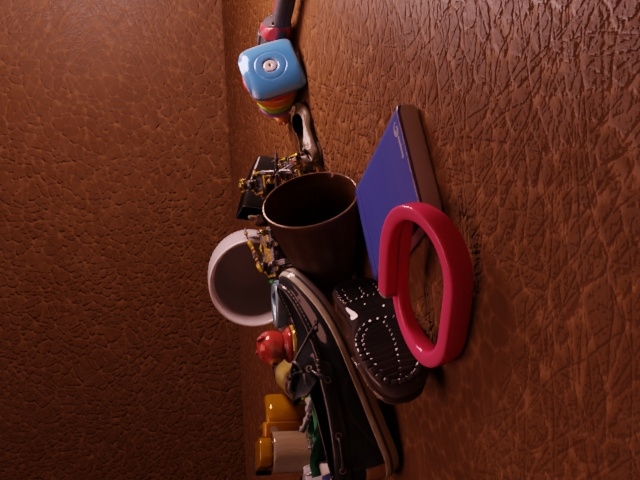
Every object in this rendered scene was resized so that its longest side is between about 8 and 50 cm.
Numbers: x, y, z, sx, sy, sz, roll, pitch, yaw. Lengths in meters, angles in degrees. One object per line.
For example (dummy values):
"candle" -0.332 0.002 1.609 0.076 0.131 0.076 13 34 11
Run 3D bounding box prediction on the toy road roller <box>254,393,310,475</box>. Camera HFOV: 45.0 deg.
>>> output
"toy road roller" -0.095 0.568 2.298 0.329 0.202 0.241 119 150 -69

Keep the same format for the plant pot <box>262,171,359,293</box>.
"plant pot" 0.000 0.000 1.747 0.215 0.215 0.231 -116 10 -55

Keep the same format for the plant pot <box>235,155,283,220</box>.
"plant pot" -0.138 -0.148 2.277 0.188 0.187 0.167 141 136 -73

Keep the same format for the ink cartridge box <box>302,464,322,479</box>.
"ink cartridge box" 0.024 0.816 2.064 0.308 0.091 0.385 96 164 -62

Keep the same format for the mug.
"mug" -0.201 0.140 2.510 0.374 0.276 0.328 56 178 -14

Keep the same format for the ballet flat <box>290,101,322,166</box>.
"ballet flat" -0.050 -0.287 2.082 0.084 0.058 0.250 102 158 -48

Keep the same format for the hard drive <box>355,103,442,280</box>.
"hard drive" 0.136 -0.078 1.445 0.319 0.040 0.210 115 147 -64

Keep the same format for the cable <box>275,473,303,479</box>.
"cable" -0.075 0.770 2.291 0.287 0.072 0.140 17 -132 -59

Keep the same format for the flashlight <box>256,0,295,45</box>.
"flashlight" -0.106 -0.650 2.108 0.103 0.103 0.304 -60 -7 -36

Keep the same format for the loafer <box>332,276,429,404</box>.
"loafer" 0.121 0.202 1.481 0.366 0.133 0.130 -112 10 -63

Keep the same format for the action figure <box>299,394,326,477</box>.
"action figure" -0.017 0.474 1.962 0.137 0.063 0.232 34 -128 -73

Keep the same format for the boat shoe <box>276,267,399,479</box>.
"boat shoe" 0.001 0.292 1.675 0.187 0.155 0.500 107 141 -70

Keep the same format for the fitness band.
"fitness band" 0.167 0.073 1.266 0.209 0.054 0.291 -131 32 -49

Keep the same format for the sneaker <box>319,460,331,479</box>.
"sneaker" 0.065 0.627 1.866 0.182 0.127 0.316 -112 27 -62

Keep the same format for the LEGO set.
"LEGO set" -0.121 -0.051 1.915 0.254 0.192 0.332 -1 93 46

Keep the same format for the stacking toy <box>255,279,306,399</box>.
"stacking toy" -0.097 0.274 2.089 0.280 0.130 0.309 -107 18 -50

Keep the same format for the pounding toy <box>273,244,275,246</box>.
"pounding toy" -0.068 0.000 2.055 0.154 0.154 0.270 -120 31 -62

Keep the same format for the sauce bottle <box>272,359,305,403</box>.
"sauce bottle" -0.083 0.416 2.383 0.344 0.111 0.112 -172 77 -78

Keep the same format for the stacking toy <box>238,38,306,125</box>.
"stacking toy" -0.129 -0.421 2.232 0.302 0.165 0.175 80 169 -69
